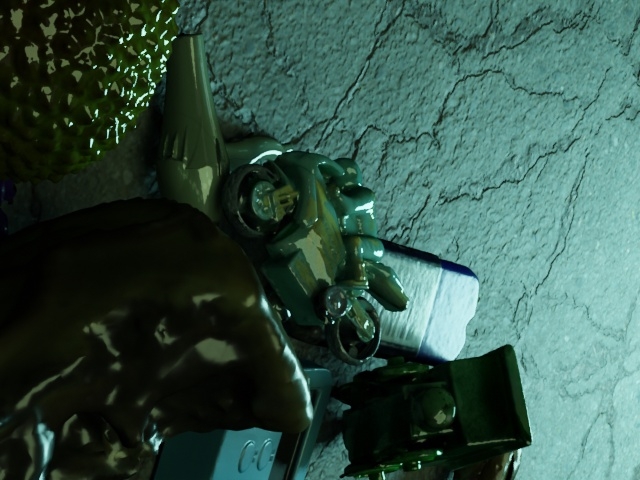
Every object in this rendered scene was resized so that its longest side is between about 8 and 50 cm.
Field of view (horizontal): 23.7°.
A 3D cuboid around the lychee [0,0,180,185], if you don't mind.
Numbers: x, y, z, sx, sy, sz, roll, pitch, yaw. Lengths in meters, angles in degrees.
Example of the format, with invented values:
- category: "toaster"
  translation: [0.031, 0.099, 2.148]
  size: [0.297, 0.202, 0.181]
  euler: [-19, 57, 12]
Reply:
- category: "lychee"
  translation: [-0.260, -0.209, 1.402]
  size: [0.270, 0.270, 0.320]
  euler: [0, 134, -47]

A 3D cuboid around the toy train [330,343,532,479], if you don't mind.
- category: "toy train"
  translation: [0.130, 0.228, 1.977]
  size: [0.201, 0.266, 0.145]
  euler: [-4, 76, -22]

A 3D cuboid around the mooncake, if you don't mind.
- category: "mooncake"
  translation: [-0.232, 0.143, 1.460]
  size: [0.394, 0.393, 0.246]
  euler: [-61, 142, -44]

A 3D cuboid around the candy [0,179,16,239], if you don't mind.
- category: "candy"
  translation: [-0.398, -0.036, 1.457]
  size: [0.275, 0.070, 0.145]
  euler: [-22, 128, -49]

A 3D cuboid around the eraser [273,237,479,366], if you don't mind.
- category: "eraser"
  translation: [0.072, 0.070, 1.972]
  size: [0.332, 0.101, 0.155]
  euler: [16, 92, -49]

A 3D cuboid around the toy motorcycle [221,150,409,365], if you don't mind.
- category: "toy motorcycle"
  translation: [0.001, 0.001, 1.768]
  size: [0.198, 0.109, 0.296]
  euler: [-52, 122, -35]

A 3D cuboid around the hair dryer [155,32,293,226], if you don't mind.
- category: "hair dryer"
  translation: [-0.116, -0.143, 1.724]
  size: [0.225, 0.088, 0.219]
  euler: [-44, 129, -44]

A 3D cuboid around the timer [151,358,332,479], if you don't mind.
- category: "timer"
  translation: [-0.079, 0.259, 1.895]
  size: [0.250, 0.091, 0.232]
  euler: [10, 96, -52]

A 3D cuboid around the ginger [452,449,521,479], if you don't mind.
- category: "ginger"
  translation: [0.222, 0.353, 2.239]
  size: [0.133, 0.107, 0.309]
  euler: [29, 84, -25]
